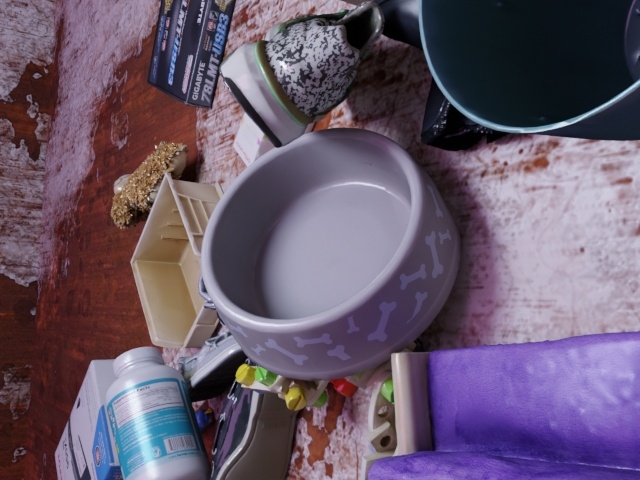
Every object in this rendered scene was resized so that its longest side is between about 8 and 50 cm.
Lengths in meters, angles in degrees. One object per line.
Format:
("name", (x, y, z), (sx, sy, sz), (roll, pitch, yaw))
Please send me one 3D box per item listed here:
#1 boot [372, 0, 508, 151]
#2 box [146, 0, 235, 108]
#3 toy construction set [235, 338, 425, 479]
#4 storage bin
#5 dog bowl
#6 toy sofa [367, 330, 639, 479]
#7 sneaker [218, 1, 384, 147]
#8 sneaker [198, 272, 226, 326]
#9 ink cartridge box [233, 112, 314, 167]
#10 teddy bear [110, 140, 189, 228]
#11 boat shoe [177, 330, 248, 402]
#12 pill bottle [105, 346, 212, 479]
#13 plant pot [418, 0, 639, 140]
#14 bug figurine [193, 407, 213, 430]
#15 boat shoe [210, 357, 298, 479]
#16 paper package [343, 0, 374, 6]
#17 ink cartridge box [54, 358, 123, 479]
("boot", (0.145, -0.220, 0.871), (0.246, 0.094, 0.207), (7, 87, 50))
("box", (-0.305, -0.480, 1.601), (0.293, 0.073, 0.295), (37, 116, 53))
("toy construction set", (0.030, 0.191, 0.936), (0.327, 0.151, 0.215), (34, 89, 44))
("storage bin", (-0.278, 0.048, 1.437), (0.262, 0.123, 0.260), (-59, 41, 32))
("dog bowl", (0.000, 0.000, 0.894), (0.348, 0.102, 0.349), (-14, 52, 18))
("toy sofa", (0.204, 0.170, 0.658), (0.362, 0.177, 0.150), (-19, 70, 55))
("sneaker", (0.017, -0.251, 0.940), (0.182, 0.158, 0.410), (-26, 19, 21))
("sneaker", (-0.157, 0.091, 1.224), (0.268, 0.153, 0.101), (-33, 59, 49))
("ink cartridge box", (-0.084, -0.185, 1.211), (0.092, 0.090, 0.143), (55, 131, 44))
("teddy bear", (-0.408, -0.130, 1.605), (0.245, 0.113, 0.338), (-64, 21, -4))
("boat shoe", (-0.202, 0.228, 1.310), (0.320, 0.118, 0.103), (-43, 55, 53))
("pill bottle", (-0.295, 0.325, 1.225), (0.146, 0.146, 0.264), (-53, 50, 38))
("plant pot", (0.265, -0.215, 0.568), (0.293, 0.235, 0.293), (-11, 76, 54))
("bug figurine", (-0.300, 0.459, 1.365), (0.216, 0.072, 0.279), (-39, 23, 28))
("boat shoe", (-0.123, 0.324, 1.167), (0.113, 0.127, 0.340), (29, 108, 55))
("paper package", (0.038, -0.426, 0.859), (0.309, 0.325, 0.168), (12, 94, 57))
("ink cartridge box", (-0.503, 0.519, 1.665), (0.395, 0.166, 0.285), (-60, 41, 33))
